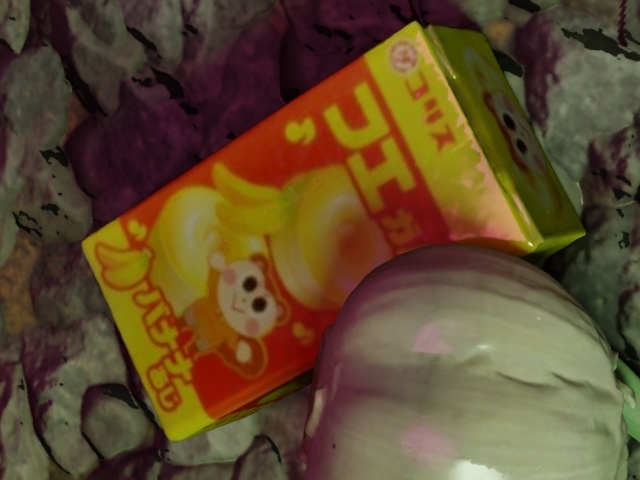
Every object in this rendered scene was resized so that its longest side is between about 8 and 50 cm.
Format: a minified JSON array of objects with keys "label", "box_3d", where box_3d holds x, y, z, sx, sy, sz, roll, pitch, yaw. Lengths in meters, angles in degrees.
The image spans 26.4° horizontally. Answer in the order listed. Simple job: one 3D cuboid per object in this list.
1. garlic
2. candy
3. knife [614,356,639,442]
[{"label":"garlic","box_3d":[0.070,0.121,0.711,0.178,0.143,0.229,8,118,12]},{"label":"candy","box_3d":[0.000,0.000,0.809,0.276,0.088,0.146,-32,77,28]},{"label":"knife","box_3d":[0.211,0.123,0.738,0.293,0.020,0.043,45,117,18]}]
